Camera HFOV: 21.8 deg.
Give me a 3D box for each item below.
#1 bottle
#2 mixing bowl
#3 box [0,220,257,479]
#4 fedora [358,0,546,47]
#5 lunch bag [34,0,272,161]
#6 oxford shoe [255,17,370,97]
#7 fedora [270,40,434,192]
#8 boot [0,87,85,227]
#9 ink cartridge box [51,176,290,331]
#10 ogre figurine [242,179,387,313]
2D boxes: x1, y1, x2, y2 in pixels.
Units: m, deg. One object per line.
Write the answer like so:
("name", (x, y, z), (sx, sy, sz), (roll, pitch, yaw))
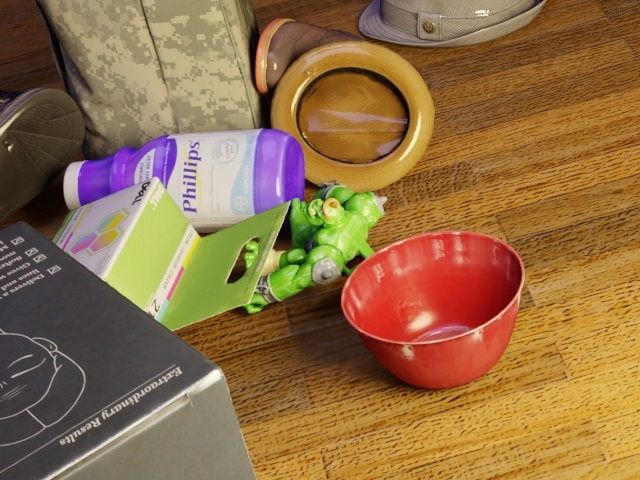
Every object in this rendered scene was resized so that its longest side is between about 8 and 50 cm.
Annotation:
("bottle", (-0.161, -0.067, 1.942), (0.282, 0.092, 0.118), (-1, 78, 19))
("mixing bowl", (0.117, 0.081, 1.627), (0.181, 0.098, 0.181), (-10, 33, 6))
("box", (-0.280, 0.192, 1.514), (0.293, 0.212, 0.395), (-30, 35, -23))
("fedora", (0.173, -0.365, 2.249), (0.275, 0.124, 0.243), (17, 44, 39))
("lunch bag", (-0.211, -0.243, 2.053), (0.256, 0.305, 0.213), (-10, 33, 6))
("oxford shoe", (0.001, -0.228, 2.069), (0.098, 0.097, 0.271), (8, 14, 23))
("fedora", (0.039, -0.144, 1.980), (0.194, 0.194, 0.079), (-13, -4, 3))
("boot", (-0.501, -0.076, 2.069), (0.377, 0.138, 0.284), (-44, 34, -17))
("ink cartridge box", (-0.178, 0.016, 1.776), (0.255, 0.097, 0.189), (-20, 28, 28))
("ogre figurine", (0.000, 0.000, 1.807), (0.118, 0.097, 0.197), (-10, 13, 41))
